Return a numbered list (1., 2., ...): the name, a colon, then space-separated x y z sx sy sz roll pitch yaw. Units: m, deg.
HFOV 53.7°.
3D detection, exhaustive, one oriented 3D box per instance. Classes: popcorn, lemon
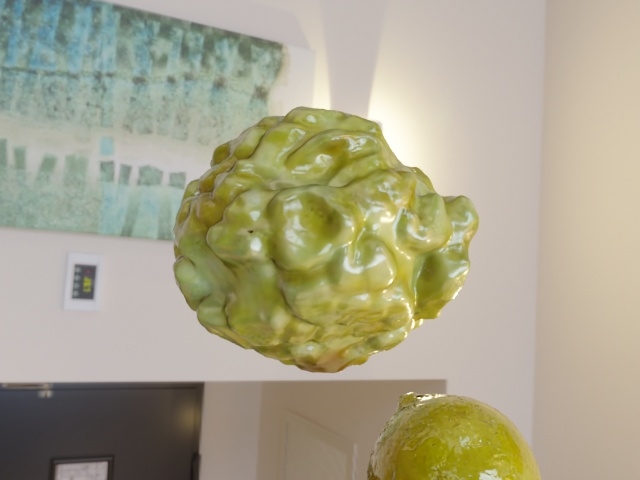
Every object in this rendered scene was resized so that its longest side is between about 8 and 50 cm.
1. popcorn: 0.001 0.007 0.504 0.216 0.235 0.181 79 9 -52
2. lemon: 0.130 0.247 0.615 0.206 0.174 0.173 -106 -147 -46
